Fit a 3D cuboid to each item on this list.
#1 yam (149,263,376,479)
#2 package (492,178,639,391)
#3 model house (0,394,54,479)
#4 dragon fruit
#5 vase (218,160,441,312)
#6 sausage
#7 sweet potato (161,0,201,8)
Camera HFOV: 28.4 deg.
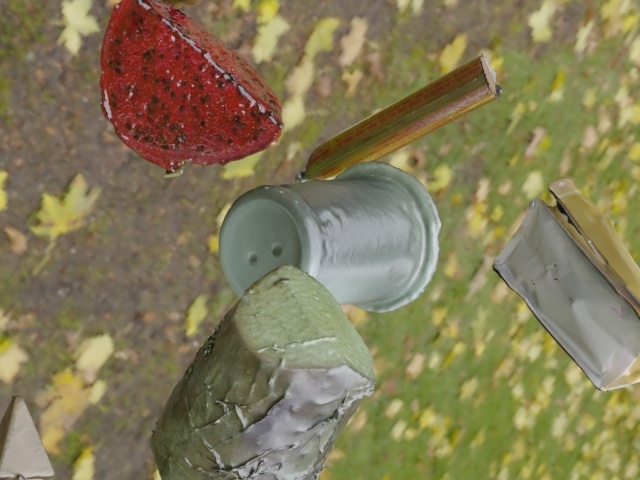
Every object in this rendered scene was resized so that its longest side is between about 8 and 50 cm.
[{"bbox_3d":[-0.061,0.180,1.419,0.201,0.202,0.271,6,128,-53],"label":"yam"},{"bbox_3d":[0.446,0.055,1.955,0.221,0.311,0.165,-12,136,-25],"label":"package"},{"bbox_3d":[-0.245,0.246,0.993,0.181,0.176,0.248,5,81,-32],"label":"model house"},{"bbox_3d":[-0.213,-0.223,1.966,0.205,0.317,0.152,-46,-177,20],"label":"dragon fruit"},{"bbox_3d":[0.000,0.000,1.869,0.291,0.245,0.245,-4,125,-51],"label":"vase"},{"bbox_3d":[0.114,-0.175,2.008,0.372,0.082,0.082,-26,168,23],"label":"sausage"},{"bbox_3d":[-0.226,-0.407,2.059,0.055,0.202,0.058,-39,108,-21],"label":"sweet potato"}]
